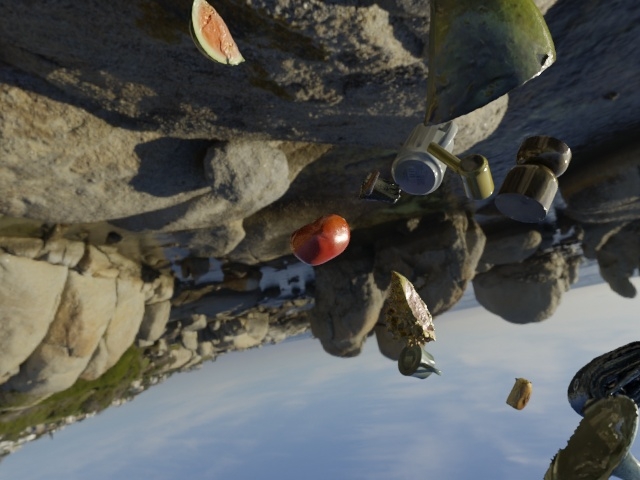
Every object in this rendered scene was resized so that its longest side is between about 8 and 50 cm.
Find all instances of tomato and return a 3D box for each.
[{"bbox_3d":[0.003,-0.002,1.787,0.260,0.180,0.260,-29,179,-1],"label":"tomato"}]

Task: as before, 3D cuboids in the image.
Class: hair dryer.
[{"bbox_3d":[0.439,-0.253,1.397,0.090,0.278,0.135,-40,137,3],"label":"hair dryer"}]

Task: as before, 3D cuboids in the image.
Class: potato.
[{"bbox_3d":[0.268,-0.381,0.786,0.269,0.255,0.112,-28,-166,12],"label":"potato"}]

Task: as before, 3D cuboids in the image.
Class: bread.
[{"bbox_3d":[0.678,0.520,1.453,0.072,0.106,0.053,32,177,-37],"label":"bread"}]

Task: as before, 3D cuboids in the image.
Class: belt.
[{"bbox_3d":[0.646,0.296,0.917,0.218,0.122,0.128,-28,152,-8],"label":"belt"}]

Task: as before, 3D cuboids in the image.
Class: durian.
[{"bbox_3d":[0.319,0.260,1.566,0.186,0.305,0.195,-21,179,-1],"label":"durian"}]

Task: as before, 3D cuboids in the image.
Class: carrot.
[{"bbox_3d":[0.179,-0.202,1.511,0.032,0.093,0.032,27,175,3],"label":"carrot"}]

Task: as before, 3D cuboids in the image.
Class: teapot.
[{"bbox_3d":[0.478,0.589,2.031,0.149,0.162,0.239,31,166,-21],"label":"teapot"}]

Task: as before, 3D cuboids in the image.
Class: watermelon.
[{"bbox_3d":[-0.351,-0.662,1.398,0.119,0.063,0.245,-42,129,-3],"label":"watermelon"}]

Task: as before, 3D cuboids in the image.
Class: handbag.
[{"bbox_3d":[0.265,-0.223,1.879,0.175,0.088,0.270,14,-156,8],"label":"handbag"}]

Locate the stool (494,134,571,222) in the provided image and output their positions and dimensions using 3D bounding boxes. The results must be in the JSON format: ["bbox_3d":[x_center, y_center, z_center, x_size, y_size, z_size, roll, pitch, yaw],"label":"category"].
[{"bbox_3d":[0.764,-0.219,1.545,0.179,0.264,0.179,28,163,9],"label":"stool"}]

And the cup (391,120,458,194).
[{"bbox_3d":[0.513,-0.407,2.030,0.323,0.237,0.327,-43,-169,47],"label":"cup"}]

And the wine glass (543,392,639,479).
[{"bbox_3d":[0.543,0.407,0.638,0.238,0.323,0.238,-49,162,-22],"label":"wine glass"}]
